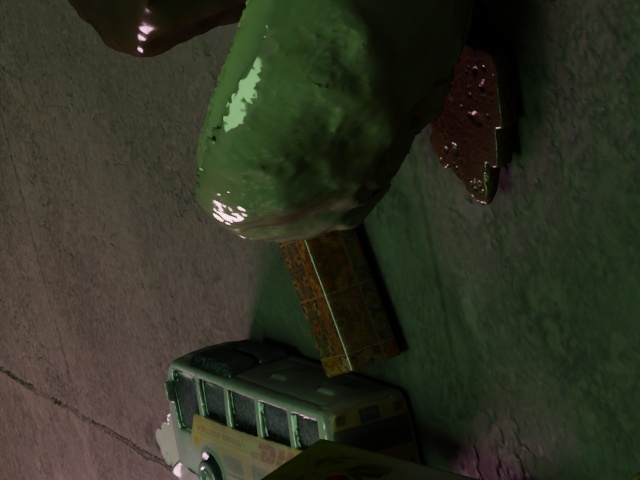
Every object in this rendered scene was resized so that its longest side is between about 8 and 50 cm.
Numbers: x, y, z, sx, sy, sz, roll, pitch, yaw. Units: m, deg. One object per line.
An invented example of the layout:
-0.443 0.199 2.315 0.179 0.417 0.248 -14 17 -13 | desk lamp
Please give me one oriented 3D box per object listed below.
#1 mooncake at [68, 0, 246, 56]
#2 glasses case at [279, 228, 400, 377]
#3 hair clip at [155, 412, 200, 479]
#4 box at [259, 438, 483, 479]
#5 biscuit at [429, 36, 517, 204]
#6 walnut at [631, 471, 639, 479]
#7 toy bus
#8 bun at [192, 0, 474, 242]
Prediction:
-0.116 -0.310 1.446 0.324 0.187 0.324 49 150 42 | mooncake
0.000 0.000 1.591 0.075 0.049 0.218 154 97 -72 | glasses case
-0.126 0.224 2.027 0.140 0.054 0.220 58 156 16 | hair clip
0.045 0.230 1.421 0.260 0.175 0.062 11 119 40 | box
0.105 -0.092 1.338 0.119 0.019 0.130 64 155 18 | biscuit
0.225 0.182 1.221 0.079 0.082 0.096 7 124 29 | walnut
-0.033 0.173 1.729 0.342 0.097 0.138 12 116 62 | toy bus
0.018 -0.123 1.282 0.146 0.287 0.287 21 145 0 | bun
